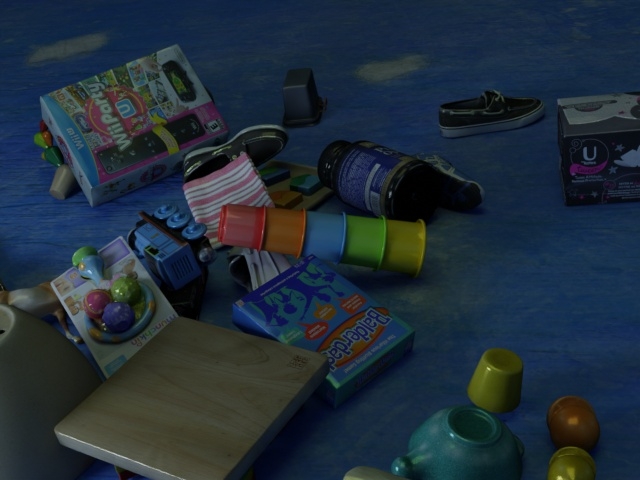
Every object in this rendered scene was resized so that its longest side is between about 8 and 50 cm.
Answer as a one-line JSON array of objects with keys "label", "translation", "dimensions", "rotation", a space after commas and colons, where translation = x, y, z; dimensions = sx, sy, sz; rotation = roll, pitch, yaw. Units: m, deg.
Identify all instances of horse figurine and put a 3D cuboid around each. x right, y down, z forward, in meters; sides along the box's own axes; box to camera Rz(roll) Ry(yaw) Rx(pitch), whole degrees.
[{"label": "horse figurine", "translation": [-0.458, 0.120, 1.535], "dimensions": [0.263, 0.066, 0.174], "rotation": [-21, 41, -30]}]

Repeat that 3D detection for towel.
[{"label": "towel", "translation": [-0.165, -0.071, 1.757], "dimensions": [0.144, 0.029, 0.197], "rotation": [-27, 44, -1]}]

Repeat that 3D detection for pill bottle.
[{"label": "pill bottle", "translation": [0.097, -0.106, 1.706], "dimensions": [0.123, 0.122, 0.219], "rotation": [-29, 35, -29]}]

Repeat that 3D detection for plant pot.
[{"label": "plant pot", "translation": [-0.437, 0.195, 1.292], "dimensions": [0.284, 0.190, 0.284], "rotation": [-7, 30, 4]}]

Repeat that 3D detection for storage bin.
[{"label": "storage bin", "translation": [-0.038, -0.316, 2.126], "dimensions": [0.098, 0.091, 0.135], "rotation": [-4, 32, 9]}]

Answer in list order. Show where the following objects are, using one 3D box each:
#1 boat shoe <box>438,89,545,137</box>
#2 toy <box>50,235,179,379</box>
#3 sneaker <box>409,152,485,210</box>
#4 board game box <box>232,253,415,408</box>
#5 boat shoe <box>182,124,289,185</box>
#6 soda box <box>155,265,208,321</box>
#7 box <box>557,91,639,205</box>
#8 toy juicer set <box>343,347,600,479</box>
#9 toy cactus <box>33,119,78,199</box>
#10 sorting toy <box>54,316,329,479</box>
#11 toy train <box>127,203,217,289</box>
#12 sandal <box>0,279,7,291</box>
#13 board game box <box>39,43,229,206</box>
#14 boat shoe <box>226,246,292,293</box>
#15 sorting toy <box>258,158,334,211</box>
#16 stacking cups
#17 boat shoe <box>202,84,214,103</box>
[{"label": "boat shoe", "translation": [0.344, -0.262, 1.947], "dimensions": [0.220, 0.070, 0.077], "rotation": [-13, 31, -5]}, {"label": "toy", "translation": [-0.320, 0.086, 1.477], "dimensions": [0.137, 0.056, 0.237], "rotation": [-35, 48, -10]}, {"label": "sneaker", "translation": [0.214, -0.116, 1.732], "dimensions": [0.081, 0.080, 0.211], "rotation": [-33, 39, -28]}, {"label": "board game box", "translation": [0.003, 0.122, 1.376], "dimensions": [0.210, 0.047, 0.160], "rotation": [36, 51, 29]}, {"label": "boat shoe", "translation": [-0.165, -0.156, 1.884], "dimensions": [0.228, 0.081, 0.068], "rotation": [-19, 40, 20]}, {"label": "soda box", "translation": [-0.221, 0.076, 1.560], "dimensions": [0.060, 0.053, 0.169], "rotation": [-7, 30, 6]}, {"label": "box", "translation": [0.536, -0.165, 1.663], "dimensions": [0.248, 0.142, 0.163], "rotation": [-3, 32, 10]}, {"label": "toy juicer set", "translation": [0.198, 0.261, 1.116], "dimensions": [0.209, 0.089, 0.329], "rotation": [28, 37, 28]}, {"label": "toy cactus", "translation": [-0.505, -0.161, 1.999], "dimensions": [0.219, 0.112, 0.180], "rotation": [20, 60, 1]}, {"label": "sorting toy", "translation": [-0.155, 0.229, 1.254], "dimensions": [0.257, 0.089, 0.255], "rotation": [11, 37, 30]}, {"label": "toy train", "translation": [-0.243, 0.005, 1.560], "dimensions": [0.105, 0.080, 0.184], "rotation": [-33, 37, -22]}, {"label": "sandal", "translation": [-0.559, 0.081, 1.611], "dimensions": [0.072, 0.049, 0.180], "rotation": [-28, 52, -25]}, {"label": "board game box", "translation": [-0.369, -0.232, 1.943], "dimensions": [0.303, 0.097, 0.224], "rotation": [-27, 77, -21]}, {"label": "boat shoe", "translation": [-0.111, 0.031, 1.565], "dimensions": [0.084, 0.095, 0.258], "rotation": [-14, 30, -16]}, {"label": "sorting toy", "translation": [-0.086, -0.092, 1.818], "dimensions": [0.193, 0.038, 0.208], "rotation": [14, 38, 33]}, {"label": "stacking cups", "translation": [0.000, 0.000, 1.505], "dimensions": [0.317, 0.096, 0.096], "rotation": [5, 30, -8]}, {"label": "boat shoe", "translation": [-0.400, -0.252, 2.109], "dimensions": [0.356, 0.132, 0.130], "rotation": [-10, 39, 17]}]
